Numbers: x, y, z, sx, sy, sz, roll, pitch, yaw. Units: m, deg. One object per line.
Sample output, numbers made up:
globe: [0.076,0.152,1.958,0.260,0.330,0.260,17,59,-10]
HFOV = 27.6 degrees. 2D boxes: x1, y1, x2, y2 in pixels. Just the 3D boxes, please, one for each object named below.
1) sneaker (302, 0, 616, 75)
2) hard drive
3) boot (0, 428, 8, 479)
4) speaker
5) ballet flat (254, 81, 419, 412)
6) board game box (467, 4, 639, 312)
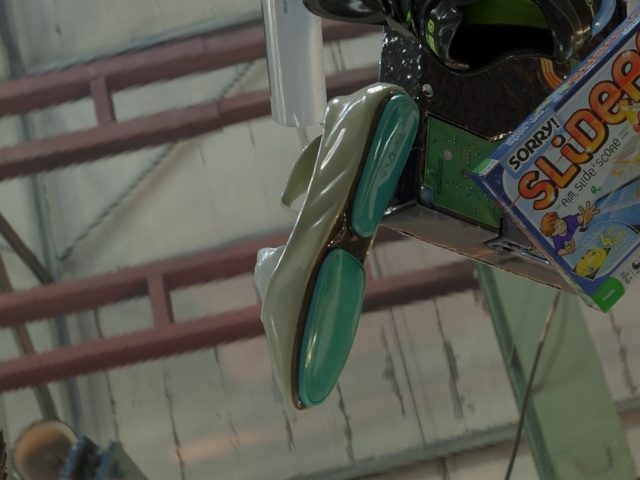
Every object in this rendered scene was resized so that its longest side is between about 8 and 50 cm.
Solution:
sneaker: [0.067,-0.136,0.729,0.188,0.067,0.078,13,-130,27]
hard drive: [0.155,-0.144,1.080,0.237,0.064,0.339,18,-115,-33]
boot: [-0.292,0.139,0.780,0.208,0.189,0.076,17,-136,12]
speaker: [-0.024,-0.175,1.212,0.055,0.136,0.055,-4,-149,2]
ballet flat: [0.000,0.000,0.928,0.086,0.086,0.248,17,-108,12]
board game box: [0.221,-0.067,0.917,0.201,0.035,0.136,-45,-77,-3]
